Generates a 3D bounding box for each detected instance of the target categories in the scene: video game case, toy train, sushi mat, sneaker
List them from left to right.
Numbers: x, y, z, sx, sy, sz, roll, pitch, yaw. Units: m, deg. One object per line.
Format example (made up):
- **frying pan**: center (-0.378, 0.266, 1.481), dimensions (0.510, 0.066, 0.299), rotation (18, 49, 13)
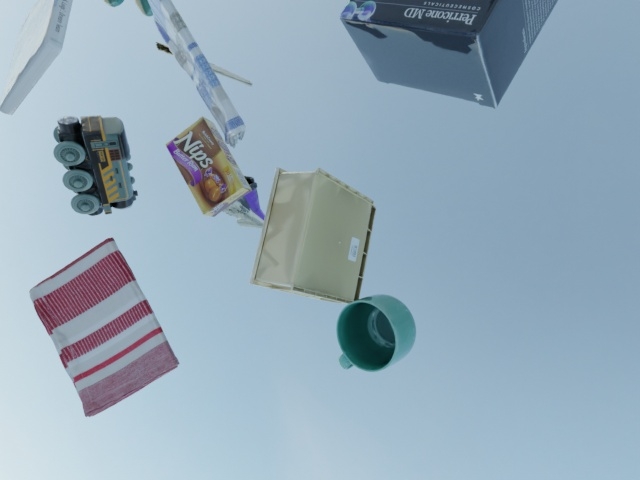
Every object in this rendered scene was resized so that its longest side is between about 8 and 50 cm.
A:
- **video game case**: center (-0.342, -0.247, 0.519), dimensions (0.157, 0.019, 0.143), rotation (-20, -118, 36)
- **toy train**: center (-0.657, -0.214, 1.267), dimensions (0.334, 0.190, 0.142), rotation (100, -29, -42)
- **sushi mat**: center (-0.316, -0.495, 1.222), dimensions (0.151, 0.316, 0.019), rotation (26, -74, 7)
- **sneaker**: center (-0.236, -0.134, 1.400), dimensions (0.102, 0.293, 0.146), rotation (6, -104, 14)

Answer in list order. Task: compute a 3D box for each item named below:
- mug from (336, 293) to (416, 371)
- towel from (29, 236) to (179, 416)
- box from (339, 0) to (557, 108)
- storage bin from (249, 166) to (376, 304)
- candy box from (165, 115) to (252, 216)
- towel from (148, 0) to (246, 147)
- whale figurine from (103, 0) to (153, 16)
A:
- **mug**: center (0.099, 0.167, 0.794), dimensions (0.158, 0.097, 0.129), rotation (-17, -96, 41)
- **towel**: center (-0.484, 0.190, 0.946), dimensions (0.237, 0.037, 0.329), rotation (-31, -98, 4)
- **box**: center (0.280, -0.504, 0.818), dimensions (0.293, 0.212, 0.395), rotation (28, -91, 35)
- **storage bin**: center (0.000, 0.000, 0.983), dimensions (0.123, 0.260, 0.262), rotation (4, -102, 40)
- **candy box**: center (-0.242, -0.158, 0.925), dimensions (0.109, 0.053, 0.186), rotation (-32, -99, 12)
- **towel**: center (-0.219, -0.300, 0.753), dimensions (0.034, 0.209, 0.285), rotation (-32, -77, -8)
- **whale figurine**: center (-0.342, -0.528, 0.777), dimensions (0.141, 0.272, 0.216), rotation (6, -96, 6)
